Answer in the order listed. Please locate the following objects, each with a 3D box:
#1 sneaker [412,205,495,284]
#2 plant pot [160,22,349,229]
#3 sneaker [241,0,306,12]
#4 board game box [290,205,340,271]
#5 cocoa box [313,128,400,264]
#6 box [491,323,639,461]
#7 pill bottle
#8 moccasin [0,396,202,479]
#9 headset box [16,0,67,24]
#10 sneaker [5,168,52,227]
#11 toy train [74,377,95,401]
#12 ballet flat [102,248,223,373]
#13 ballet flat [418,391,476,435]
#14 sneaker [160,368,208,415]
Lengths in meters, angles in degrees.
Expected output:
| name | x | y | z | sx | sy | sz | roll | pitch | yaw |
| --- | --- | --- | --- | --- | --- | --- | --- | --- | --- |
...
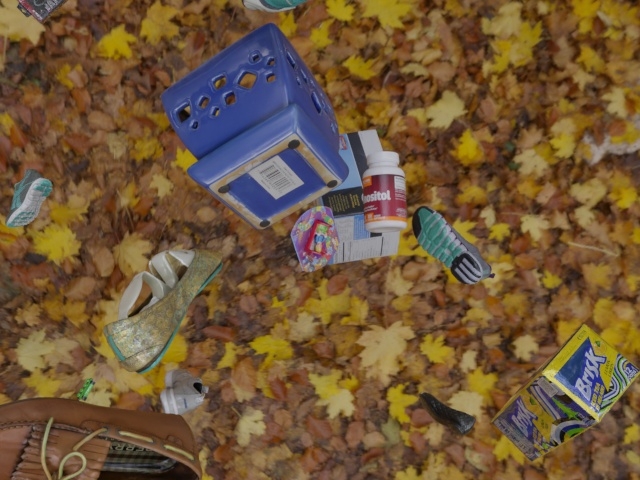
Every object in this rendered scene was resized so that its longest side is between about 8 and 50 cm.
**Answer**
| name | x | y | z | sx | sy | sz | roll | pitch | yaw |
| --- | --- | --- | --- | --- | --- | --- | --- | --- | --- |
| sneaker | 0.296 | 0.013 | 1.456 | 0.098 | 0.083 | 0.224 | 3 | 44 | -47 |
| plant pot | -0.096 | -0.168 | 1.076 | 0.236 | 0.236 | 0.212 | -28 | 56 | 13 |
| sneaker | -0.059 | -0.432 | 0.815 | 0.110 | 0.275 | 0.107 | -3 | 36 | 2 |
| board game box | 0.000 | 0.000 | 1.583 | 0.133 | 0.033 | 0.169 | -36 | 128 | -27 |
| cocoa box | 0.095 | -0.136 | 1.996 | 0.228 | 0.231 | 0.347 | -9 | 52 | -5 |
| box | 0.200 | 0.134 | 0.548 | 0.059 | 0.169 | 0.054 | -41 | 70 | -19 |
| pill bottle | 0.127 | -0.096 | 1.291 | 0.086 | 0.086 | 0.152 | 1 | 81 | -18 |
| moccasin | -0.343 | 0.318 | 0.918 | 0.380 | 0.147 | 0.139 | 24 | 102 | -41 |
| headset box | -0.433 | -0.382 | 1.004 | 0.083 | 0.032 | 0.062 | -46 | 110 | -2 |
| sneaker | -0.707 | -0.102 | 1.549 | 0.166 | 0.065 | 0.076 | -47 | 70 | 17 |
| toy train | -0.537 | 0.350 | 1.464 | 0.017 | 0.023 | 0.083 | 56 | 51 | -44 |
| ballet flat | -0.271 | 0.085 | 1.140 | 0.123 | 0.123 | 0.348 | 37 | 32 | -9 |
| ballet flat | 0.286 | 0.393 | 1.483 | 0.049 | 0.173 | 0.057 | -31 | 118 | -20 |
| sneaker | -0.355 | 0.412 | 1.736 | 0.115 | 0.281 | 0.105 | -10 | 97 | -8 |
